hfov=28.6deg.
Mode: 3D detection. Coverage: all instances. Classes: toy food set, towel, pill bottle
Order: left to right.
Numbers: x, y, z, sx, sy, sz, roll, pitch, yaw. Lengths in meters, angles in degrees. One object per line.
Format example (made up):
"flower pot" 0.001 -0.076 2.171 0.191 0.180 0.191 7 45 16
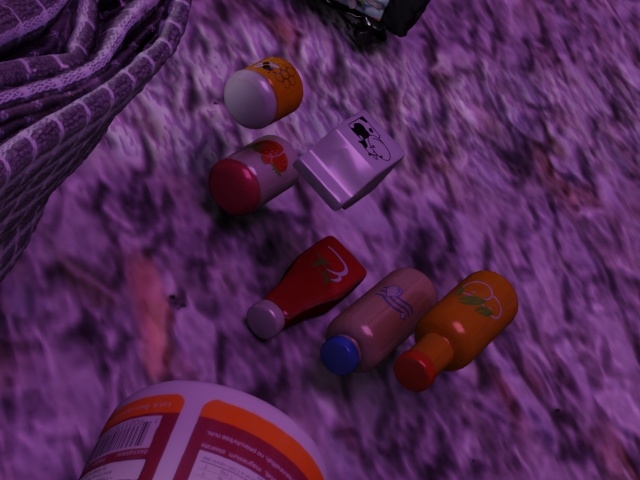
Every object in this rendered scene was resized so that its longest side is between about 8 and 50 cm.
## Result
"towel" -0.193 -0.016 0.569 0.121 0.235 0.283 41 42 -8
"pill bottle" -0.077 0.180 0.566 0.121 0.121 0.221 31 43 -10
"toy food set" 0.000 0.000 0.781 0.232 0.111 0.104 48 42 5

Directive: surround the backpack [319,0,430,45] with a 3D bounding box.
"backpack" 0.016 -0.262 1.015 0.182 0.115 0.152 27 46 -10
